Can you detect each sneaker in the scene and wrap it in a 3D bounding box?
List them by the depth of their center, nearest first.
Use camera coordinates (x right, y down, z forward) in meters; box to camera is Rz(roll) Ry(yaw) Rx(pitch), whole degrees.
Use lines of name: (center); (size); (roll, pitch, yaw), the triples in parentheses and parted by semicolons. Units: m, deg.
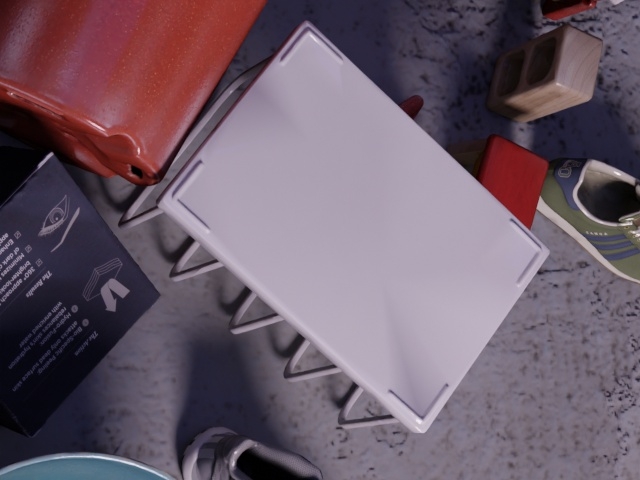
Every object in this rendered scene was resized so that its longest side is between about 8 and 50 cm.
sneaker: (-0.013, 0.244, 1.495); (0.228, 0.132, 0.086); (48, 65, -11)
sneaker: (0.282, -0.017, 1.706); (0.192, 0.086, 0.064); (32, 69, -18)

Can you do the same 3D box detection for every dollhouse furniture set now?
dollhouse furniture set: (0.151, -0.186, 1.632); (0.201, 0.152, 0.374); (24, 72, -21)

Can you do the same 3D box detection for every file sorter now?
file sorter: (0.000, 0.000, 1.518); (0.278, 0.173, 0.193); (43, 67, -14)

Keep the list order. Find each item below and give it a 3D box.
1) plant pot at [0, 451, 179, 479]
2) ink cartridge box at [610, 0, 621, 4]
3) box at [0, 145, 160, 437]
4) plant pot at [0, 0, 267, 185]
plant pot: (-0.206, 0.305, 1.355); (0.290, 0.195, 0.290); (4, 79, -25)
ink cartridge box: (0.251, -0.348, 1.525); (0.233, 0.171, 0.168); (44, 66, -12)
box: (-0.235, 0.037, 1.419); (0.156, 0.093, 0.158); (-48, 122, -24)
plant pot: (-0.159, -0.201, 1.437); (0.272, 0.272, 0.265); (28, 78, -20)
